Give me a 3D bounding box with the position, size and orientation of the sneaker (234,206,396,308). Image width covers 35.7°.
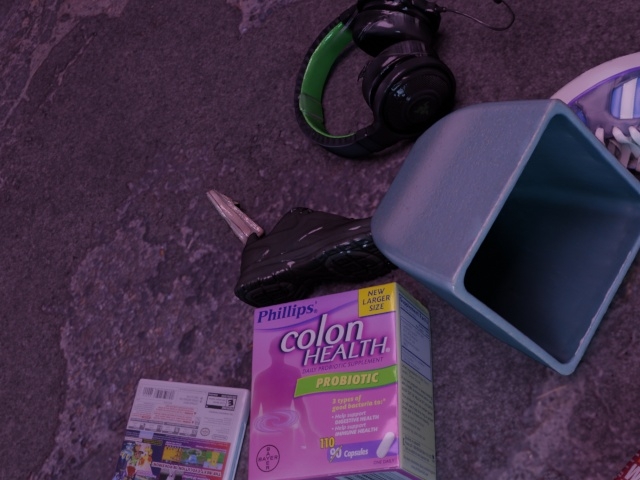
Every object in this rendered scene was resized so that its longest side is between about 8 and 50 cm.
[{"bbox_3d":[0.000,0.000,1.423,0.286,0.109,0.130,-17,53,20],"label":"sneaker"}]

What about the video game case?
[{"bbox_3d":[-0.203,0.298,1.443,0.201,0.023,0.183,1,67,29],"label":"video game case"}]

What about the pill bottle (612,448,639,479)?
[{"bbox_3d":[0.382,0.270,1.054,0.221,0.121,0.121,-49,53,1],"label":"pill bottle"}]

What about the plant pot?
[{"bbox_3d":[0.209,-0.020,1.232,0.252,0.248,0.247,19,77,54],"label":"plant pot"}]

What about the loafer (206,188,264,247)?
[{"bbox_3d":[-0.134,-0.039,1.560,0.039,0.045,0.125,-34,59,-9],"label":"loafer"}]

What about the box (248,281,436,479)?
[{"bbox_3d":[0.028,0.201,1.296,0.214,0.117,0.243,-12,61,25],"label":"box"}]

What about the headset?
[{"bbox_3d":[0.105,-0.283,1.446,0.394,0.185,0.243,-26,56,31],"label":"headset"}]

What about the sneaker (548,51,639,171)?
[{"bbox_3d":[0.431,-0.114,1.207,0.323,0.130,0.236,-25,52,11],"label":"sneaker"}]
